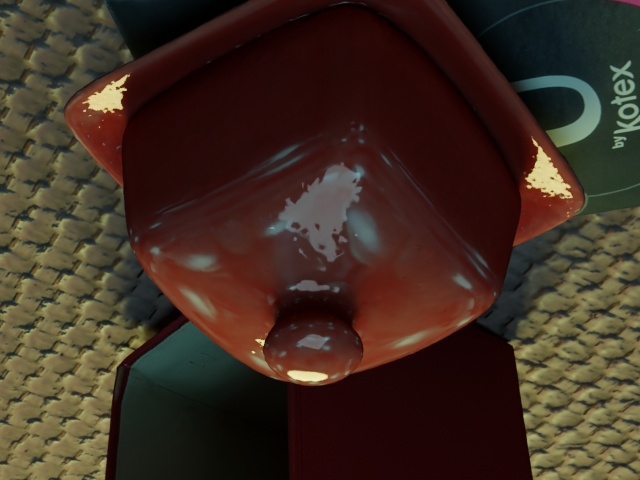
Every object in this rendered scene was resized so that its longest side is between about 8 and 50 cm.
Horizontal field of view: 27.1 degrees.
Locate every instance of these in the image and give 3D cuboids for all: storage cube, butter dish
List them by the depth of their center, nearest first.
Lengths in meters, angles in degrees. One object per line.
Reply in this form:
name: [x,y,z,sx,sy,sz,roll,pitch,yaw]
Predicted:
butter dish: [0.000,0.000,0.493,0.160,0.118,0.160,-22,132,27]
storage cube: [-0.002,0.146,0.797,0.193,0.215,0.184,26,132,-31]

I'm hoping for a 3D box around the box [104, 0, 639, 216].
box: [0.070,-0.108,0.564,0.270,0.143,0.165,-10,135,15]
